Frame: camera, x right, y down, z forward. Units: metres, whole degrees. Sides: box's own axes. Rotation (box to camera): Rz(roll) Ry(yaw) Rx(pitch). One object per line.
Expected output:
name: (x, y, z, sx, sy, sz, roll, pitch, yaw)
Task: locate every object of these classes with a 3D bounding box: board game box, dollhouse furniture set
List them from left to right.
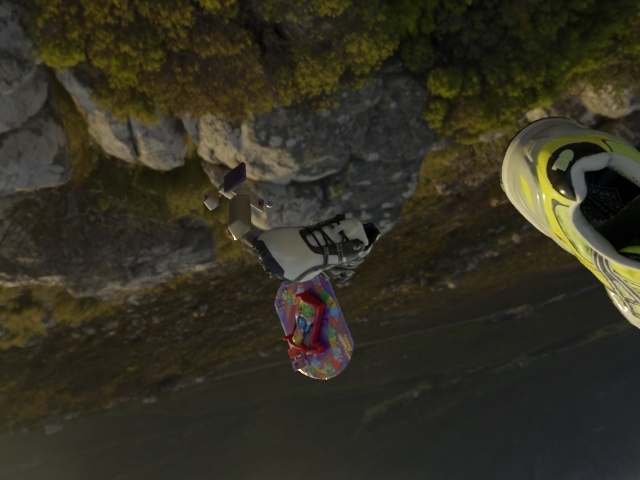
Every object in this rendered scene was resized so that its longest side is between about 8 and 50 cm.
dollhouse furniture set: (-0.110, -0.031, 0.809, 0.091, 0.114, 0.081, -34, 134, 26)
board game box: (-0.022, 0.130, 0.854, 0.033, 0.169, 0.133, -11, 165, -47)

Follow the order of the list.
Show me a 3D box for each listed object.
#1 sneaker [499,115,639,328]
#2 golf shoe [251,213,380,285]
sneaker: (0.346, 0.026, 0.565, 0.145, 0.384, 0.147, -56, -176, 16)
golf shoe: (0.000, 0.000, 0.672, 0.094, 0.077, 0.198, -42, 160, 25)
